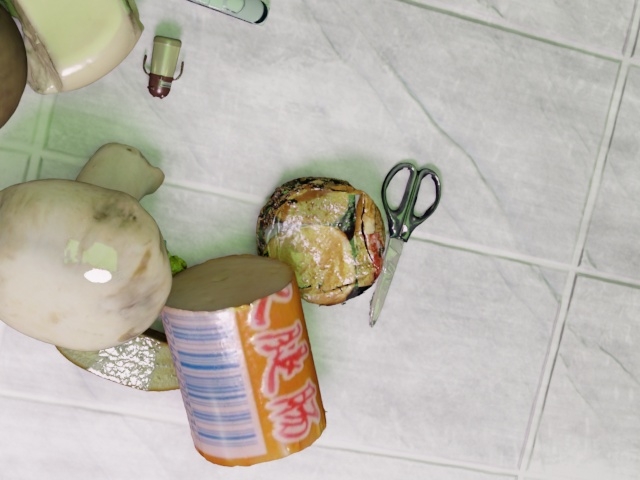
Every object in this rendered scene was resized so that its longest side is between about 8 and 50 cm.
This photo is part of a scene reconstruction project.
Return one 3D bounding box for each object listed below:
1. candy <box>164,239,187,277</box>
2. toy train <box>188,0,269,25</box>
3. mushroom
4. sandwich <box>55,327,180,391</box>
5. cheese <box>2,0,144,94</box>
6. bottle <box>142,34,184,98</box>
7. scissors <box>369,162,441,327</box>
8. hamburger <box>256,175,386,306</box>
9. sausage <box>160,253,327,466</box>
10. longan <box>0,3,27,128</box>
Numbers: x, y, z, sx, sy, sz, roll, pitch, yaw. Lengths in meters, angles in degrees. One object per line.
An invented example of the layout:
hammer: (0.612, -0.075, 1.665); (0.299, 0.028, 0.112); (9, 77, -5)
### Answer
candy: (-0.262, 0.007, 2.005); (0.035, 0.035, 0.123); (-28, 95, 1)
toy train: (-0.180, -0.402, 1.958); (0.207, 0.047, 0.043); (17, 94, -17)
mushroom: (-0.364, -0.003, 1.851); (0.314, 0.314, 0.336); (41, 43, -18)
sandwich: (-0.321, 0.182, 1.979); (0.258, 0.096, 0.094); (20, 97, -16)
cheese: (-0.408, -0.368, 1.855); (0.233, 0.127, 0.266); (-27, 102, -8)
bottle: (-0.259, -0.282, 1.955); (0.063, 0.047, 0.101); (15, 100, 18)
scissors: (0.133, 0.011, 2.123); (0.109, 0.022, 0.300); (15, 94, -14)
hamburger: (0.000, 0.000, 2.040); (0.231, 0.107, 0.231); (-3, 102, -13)
sausage: (-0.127, 0.191, 1.944); (0.233, 0.233, 0.287); (-17, 109, -14)
longan: (-0.601, -0.279, 1.738); (0.350, 0.288, 0.288); (26, 90, -19)
